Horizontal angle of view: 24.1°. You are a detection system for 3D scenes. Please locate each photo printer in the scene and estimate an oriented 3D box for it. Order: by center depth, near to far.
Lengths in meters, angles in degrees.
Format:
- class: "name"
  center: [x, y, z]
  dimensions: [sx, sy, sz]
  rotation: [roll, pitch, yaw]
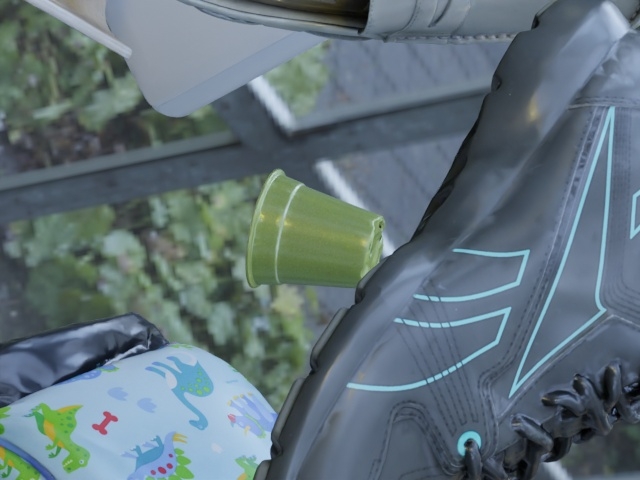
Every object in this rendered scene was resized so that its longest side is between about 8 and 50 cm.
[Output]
- class: "photo printer"
  center: [-0.058, -0.277, 1.255]
  dimensions: [0.107, 0.308, 0.256]
  rotation: [-25, 91, -62]

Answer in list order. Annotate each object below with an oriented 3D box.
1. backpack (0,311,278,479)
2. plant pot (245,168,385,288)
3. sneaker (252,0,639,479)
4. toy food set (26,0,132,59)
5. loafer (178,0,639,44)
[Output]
- class: "backpack"
  center: [-0.117, 0.223, 1.051]
  dimensions: [0.290, 0.273, 0.355]
  rotation: [-12, 71, -56]
- class: "plant pot"
  center: [0.000, 0.000, 1.014]
  dimensions: [0.083, 0.079, 0.083]
  rotation: [12, 90, -78]
- class: "sneaker"
  center: [0.065, 0.034, 0.504]
  dimensions: [0.267, 0.106, 0.101]
  rotation: [-56, 168, -18]
- class: "toy food set"
  center: [-0.148, -0.302, 1.035]
  dimensions: [0.220, 0.092, 0.306]
  rotation: [25, 84, -58]
- class: "loafer"
  center: [0.049, -0.163, 0.920]
  dimensions: [0.111, 0.320, 0.112]
  rotation: [-76, 169, -51]
